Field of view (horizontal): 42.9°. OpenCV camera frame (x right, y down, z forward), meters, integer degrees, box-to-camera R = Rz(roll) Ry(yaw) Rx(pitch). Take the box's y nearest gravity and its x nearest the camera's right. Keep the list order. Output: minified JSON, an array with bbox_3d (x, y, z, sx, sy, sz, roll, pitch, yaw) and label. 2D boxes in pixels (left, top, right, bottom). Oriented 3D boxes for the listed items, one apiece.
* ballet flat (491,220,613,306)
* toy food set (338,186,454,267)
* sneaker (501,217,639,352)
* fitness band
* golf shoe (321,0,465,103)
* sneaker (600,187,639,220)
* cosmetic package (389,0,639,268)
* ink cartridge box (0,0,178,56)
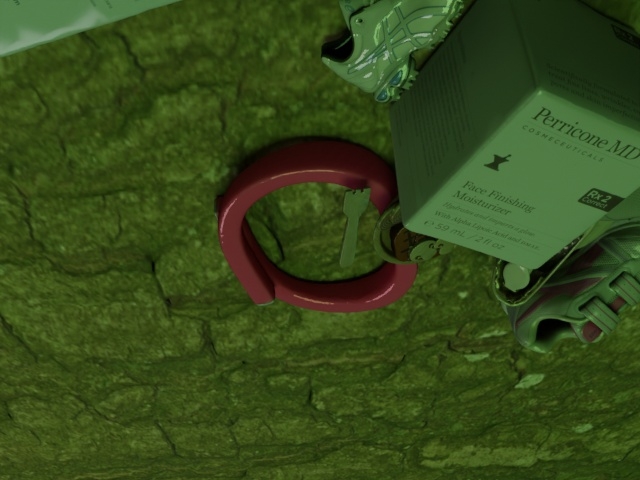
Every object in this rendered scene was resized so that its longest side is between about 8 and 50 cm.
[{"bbox_3d":[0.247,-0.010,0.867,0.086,0.086,0.248,7,142,-10],"label":"ballet flat"},{"bbox_3d":[0.115,-0.016,0.847,0.192,0.038,0.132,-12,138,-17],"label":"toy food set"},{"bbox_3d":[0.328,0.061,0.954,0.103,0.111,0.252,29,134,-34],"label":"sneaker"},{"bbox_3d":[0.000,0.000,0.915,0.209,0.054,0.291,-9,143,11],"label":"fitness band"},{"bbox_3d":[0.059,-0.187,0.660,0.086,0.069,0.176,19,138,-15],"label":"golf shoe"},{"bbox_3d":[0.369,-0.067,0.733,0.262,0.121,0.099,-19,127,0],"label":"sneaker"},{"bbox_3d":[0.174,-0.098,0.705,0.151,0.151,0.184,16,140,-23],"label":"cosmetic package"},{"bbox_3d":[-0.157,-0.294,0.510,0.330,0.071,0.324,-14,141,12],"label":"ink cartridge box"}]
